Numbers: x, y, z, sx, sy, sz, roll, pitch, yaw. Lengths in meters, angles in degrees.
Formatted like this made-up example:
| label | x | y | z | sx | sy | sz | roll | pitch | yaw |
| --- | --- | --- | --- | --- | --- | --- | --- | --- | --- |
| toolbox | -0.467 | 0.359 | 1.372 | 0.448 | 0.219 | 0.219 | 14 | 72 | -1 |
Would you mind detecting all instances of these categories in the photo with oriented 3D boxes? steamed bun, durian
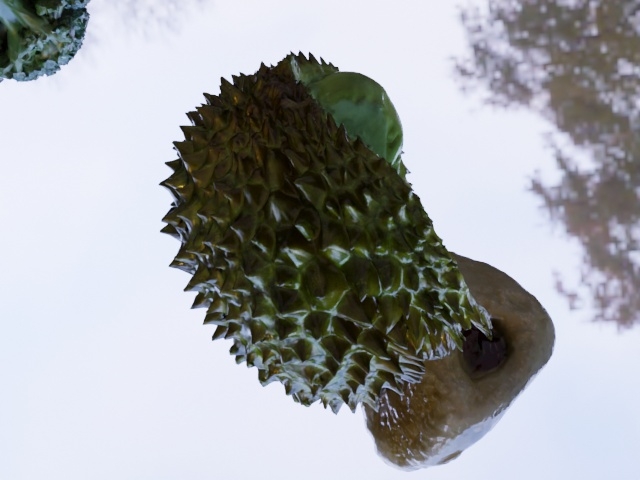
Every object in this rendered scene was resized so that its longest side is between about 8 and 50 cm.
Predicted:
| label | x | y | z | sx | sy | sz | roll | pitch | yaw |
| --- | --- | --- | --- | --- | --- | --- | --- | --- | --- |
| steamed bun | 0.080 | 0.073 | 1.146 | 0.141 | 0.155 | 0.172 | -34 | -171 | 49 |
| durian | -0.002 | -0.002 | 0.935 | 0.176 | 0.200 | 0.237 | -47 | -127 | 18 |

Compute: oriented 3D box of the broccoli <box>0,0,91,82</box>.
| label | x | y | z | sx | sy | sz | roll | pitch | yaw |
| --- | --- | --- | --- | --- | --- | --- | --- | --- | --- |
| broccoli | -0.281 | -0.240 | 1.110 | 0.270 | 0.269 | 0.270 | -4 | -171 | 11 |
